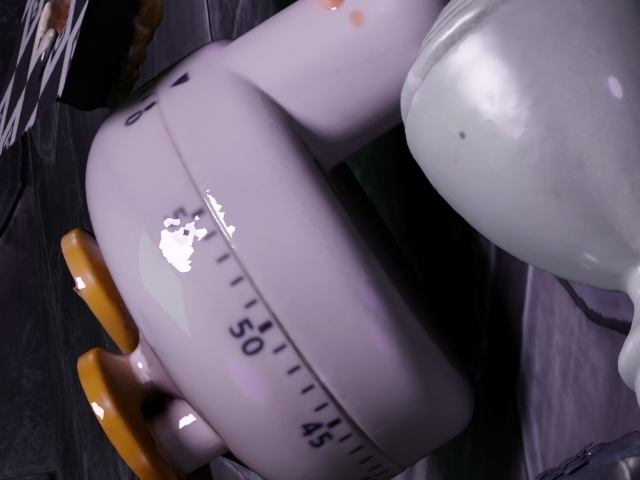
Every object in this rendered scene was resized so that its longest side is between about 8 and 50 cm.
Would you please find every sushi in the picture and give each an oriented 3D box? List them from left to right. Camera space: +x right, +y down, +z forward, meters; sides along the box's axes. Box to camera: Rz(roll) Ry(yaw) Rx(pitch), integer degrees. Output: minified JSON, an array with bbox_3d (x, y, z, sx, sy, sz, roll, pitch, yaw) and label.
[{"bbox_3d":[-0.098,-0.180,1.010,0.264,0.050,0.290,158,126,-70],"label":"sushi"}]

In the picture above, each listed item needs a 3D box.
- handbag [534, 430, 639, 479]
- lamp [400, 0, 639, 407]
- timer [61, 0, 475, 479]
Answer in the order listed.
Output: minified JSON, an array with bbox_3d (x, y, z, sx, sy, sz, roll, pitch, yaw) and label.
[{"bbox_3d":[0.106,0.170,0.703,0.270,0.088,0.175,61,-173,-74],"label":"handbag"},{"bbox_3d":[0.101,-0.016,0.663,0.193,0.106,0.106,60,157,30],"label":"lamp"},{"bbox_3d":[0.000,0.000,0.949,0.233,0.240,0.233,56,-174,-8],"label":"timer"}]
